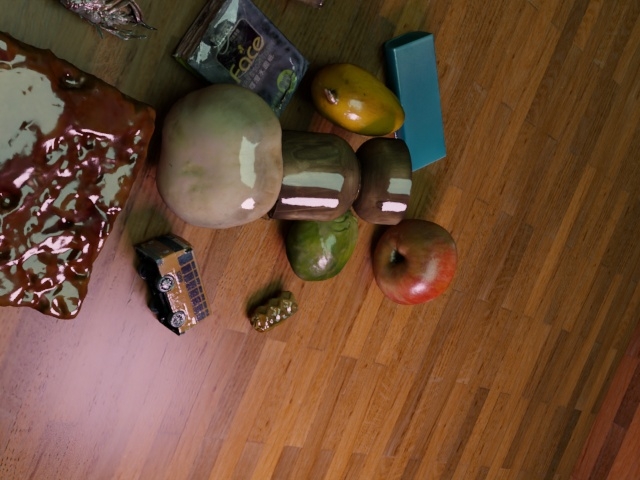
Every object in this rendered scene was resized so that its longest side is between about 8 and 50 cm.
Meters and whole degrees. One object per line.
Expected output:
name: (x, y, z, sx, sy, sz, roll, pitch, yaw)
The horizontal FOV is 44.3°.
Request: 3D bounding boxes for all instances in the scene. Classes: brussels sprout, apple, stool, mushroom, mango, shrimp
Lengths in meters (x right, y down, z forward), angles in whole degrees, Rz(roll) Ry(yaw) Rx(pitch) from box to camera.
brussels sprout: (0.002, 0.001, 1.683, 0.161, 0.144, 0.180, -1, 100, -30)
apple: (0.224, 0.049, 1.862, 0.164, 0.209, 0.209, 15, 97, -48)
stool: (0.029, -0.125, 1.570, 0.264, 0.179, 0.179, 3, 107, -15)
mushroom: (-0.173, -0.151, 1.432, 0.260, 0.254, 0.234, -35, 180, 20)
mango: (0.084, -0.288, 1.623, 0.119, 0.176, 0.317, -55, 152, 18)
shrimp: (-0.345, -0.378, 1.288, 0.190, 0.075, 0.073, 17, 64, -53)

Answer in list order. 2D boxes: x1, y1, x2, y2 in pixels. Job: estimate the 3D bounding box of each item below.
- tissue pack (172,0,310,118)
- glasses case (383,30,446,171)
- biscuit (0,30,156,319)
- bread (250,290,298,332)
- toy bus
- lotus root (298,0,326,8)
tissue pack: (-0.141, -0.338, 1.473, 0.235, 0.073, 0.173, 40, 79, -43)
glasses case: (0.211, -0.315, 1.793, 0.117, 0.070, 0.301, -26, 124, -24)
biscuit: (-0.475, -0.099, 1.219, 0.343, 0.166, 0.395, 24, 89, -42)
bread: (-0.104, 0.160, 1.715, 0.110, 0.060, 0.066, -33, 154, -28)
toy bus: (-0.279, 0.079, 1.510, 0.103, 0.091, 0.182, -31, 127, -30)
lotus root: (0.007, -0.611, 1.460, 0.314, 0.142, 0.210, -62, 171, -9)
